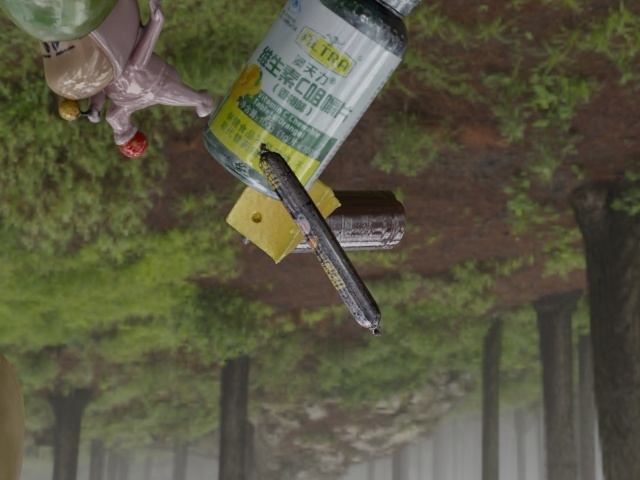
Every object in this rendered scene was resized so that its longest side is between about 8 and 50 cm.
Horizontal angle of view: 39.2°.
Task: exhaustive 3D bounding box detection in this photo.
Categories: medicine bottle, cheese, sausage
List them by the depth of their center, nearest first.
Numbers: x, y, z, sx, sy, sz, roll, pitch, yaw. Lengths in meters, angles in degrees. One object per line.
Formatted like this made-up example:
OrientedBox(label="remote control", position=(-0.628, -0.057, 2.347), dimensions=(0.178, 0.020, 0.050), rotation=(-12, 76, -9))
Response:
OrientedBox(label="sausage", position=(0.000, 0.000, 0.786), dimensions=(0.028, 0.198, 0.025), rotation=(-28, -175, 41))
OrientedBox(label="medicine bottle", position=(0.000, -0.194, 1.001), dimensions=(0.141, 0.293, 0.141), rotation=(34, -166, -9))
OrientedBox(label="cheese", position=(-0.029, -0.063, 1.194), dimensions=(0.093, 0.126, 0.171), rotation=(39, -157, 8))

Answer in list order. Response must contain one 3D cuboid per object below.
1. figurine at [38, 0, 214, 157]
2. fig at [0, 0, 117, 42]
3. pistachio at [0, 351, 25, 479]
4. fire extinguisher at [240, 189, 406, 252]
OrientedBox(label="figurine", position=(-0.292, -0.244, 1.270), dimensions=(0.176, 0.186, 0.287), rotation=(1, 142, 36))
OrientedBox(label="fig", position=(-0.288, -0.314, 0.990), dimensions=(0.181, 0.191, 0.181), rotation=(4, -156, -2))
OrientedBox(label="pistachio", position=(-0.425, 0.225, 0.997), dimensions=(0.193, 0.318, 0.214), rotation=(-18, 135, -12))
OrientedBox(label="fire extinguisher", position=(-0.005, -0.042, 1.606), dimensions=(0.337, 0.114, 0.135), rotation=(-3, 131, -35))
